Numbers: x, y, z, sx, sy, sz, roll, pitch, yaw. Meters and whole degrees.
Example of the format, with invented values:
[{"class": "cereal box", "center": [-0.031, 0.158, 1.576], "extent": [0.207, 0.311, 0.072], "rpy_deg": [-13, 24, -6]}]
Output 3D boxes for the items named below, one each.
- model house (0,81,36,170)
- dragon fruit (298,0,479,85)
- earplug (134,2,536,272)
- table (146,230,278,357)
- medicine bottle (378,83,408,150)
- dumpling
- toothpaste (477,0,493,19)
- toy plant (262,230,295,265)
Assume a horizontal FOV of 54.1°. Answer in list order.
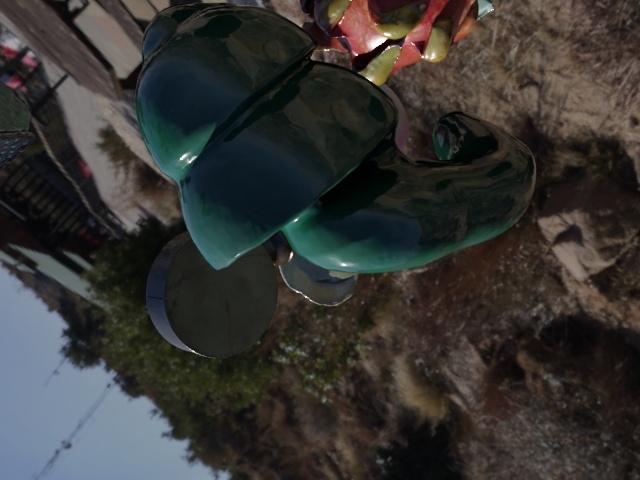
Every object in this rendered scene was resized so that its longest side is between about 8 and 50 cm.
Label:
[{"class": "model house", "center": [-0.757, -0.164, 1.155], "extent": [0.297, 0.360, 0.339], "rpy_deg": [51, -178, -42]}, {"class": "dragon fruit", "center": [0.092, -0.343, 0.860], "extent": [0.228, 0.243, 0.307], "rpy_deg": [5, -151, -29]}, {"class": "earplug", "center": [0.015, -0.073, 0.437], "extent": [0.280, 0.257, 0.164], "rpy_deg": [42, 162, -15]}, {"class": "table", "center": [-0.110, 0.052, 0.648], "extent": [0.043, 0.133, 0.133], "rpy_deg": [-2, 141, 50]}, {"class": "medicine bottle", "center": [0.038, -0.225, 1.474], "extent": [0.212, 0.212, 0.325], "rpy_deg": [39, 153, -10]}, {"class": "dumpling", "center": [0.000, 0.000, 1.189], "extent": [0.163, 0.250, 0.132], "rpy_deg": [-3, 174, -19]}, {"class": "toothpaste", "center": [0.223, -0.459, 1.031], "extent": [0.056, 0.036, 0.205], "rpy_deg": [-26, 86, 55]}, {"class": "toy plant", "center": [-0.069, -0.019, 1.005], "extent": [0.105, 0.200, 0.143], "rpy_deg": [53, 154, -6]}]
